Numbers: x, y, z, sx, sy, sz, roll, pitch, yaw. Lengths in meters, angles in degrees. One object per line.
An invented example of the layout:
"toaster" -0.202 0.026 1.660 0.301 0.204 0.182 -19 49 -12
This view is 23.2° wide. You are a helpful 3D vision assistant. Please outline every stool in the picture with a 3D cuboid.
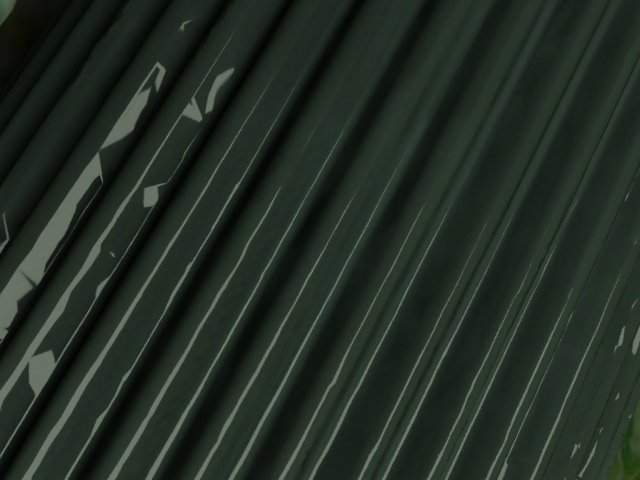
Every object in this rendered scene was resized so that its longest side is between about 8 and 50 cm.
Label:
"stool" 0.000 0.000 0.607 0.297 0.297 0.330 33 80 -26

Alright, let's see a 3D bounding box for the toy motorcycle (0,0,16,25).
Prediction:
"toy motorcycle" -0.236 -0.083 0.509 0.410 0.169 0.237 -46 144 2
